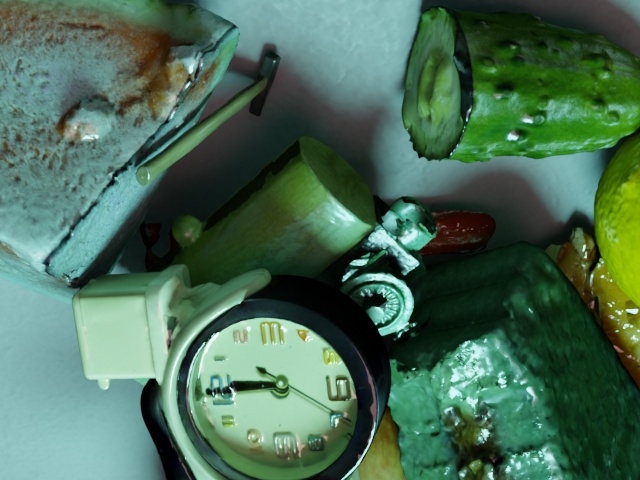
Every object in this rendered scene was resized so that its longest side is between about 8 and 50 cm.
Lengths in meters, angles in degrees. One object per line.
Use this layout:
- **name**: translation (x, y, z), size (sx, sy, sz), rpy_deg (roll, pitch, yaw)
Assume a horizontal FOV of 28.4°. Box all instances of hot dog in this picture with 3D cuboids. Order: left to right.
- **hot dog**: translation (0.281, 0.097, 1.273), size (0.109, 0.072, 0.269), rpy_deg (-16, 124, 2)

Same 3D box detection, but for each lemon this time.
- **lemon**: translation (0.341, -0.018, 1.115), size (0.192, 0.231, 0.192), rpy_deg (-23, 141, -20)

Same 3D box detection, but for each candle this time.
- **candle**: translation (0.000, 0.000, 1.163), size (0.329, 0.048, 0.051), rpy_deg (-3, 164, -10)

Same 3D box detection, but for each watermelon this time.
- **watermelon**: translation (-0.225, -0.081, 0.960), size (0.289, 0.213, 0.320), rpy_deg (31, 121, -26)

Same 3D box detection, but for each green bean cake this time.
- **green bean cake**: translation (0.172, 0.197, 1.136), size (0.169, 0.300, 0.308), rpy_deg (-16, 122, 33)

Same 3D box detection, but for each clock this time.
- **clock**: translation (-0.065, 0.208, 1.028), size (0.276, 0.120, 0.379), rpy_deg (0, 102, 13)

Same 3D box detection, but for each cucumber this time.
- **cucumber**: translation (0.196, -0.126, 1.080), size (0.244, 0.134, 0.134), rpy_deg (-1, 125, -22)

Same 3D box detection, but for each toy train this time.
- **toy train**: translation (-0.047, 0.049, 1.077), size (0.307, 0.126, 0.189), rpy_deg (-39, 128, 21)

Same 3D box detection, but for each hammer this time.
- **hammer**: translation (-0.089, -0.090, 1.010), size (0.013, 0.199, 0.062), rpy_deg (30, 129, 11)

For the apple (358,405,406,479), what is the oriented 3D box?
- **apple**: translation (-0.009, 0.274, 1.223), size (0.277, 0.250, 0.309), rpy_deg (11, 120, -17)
